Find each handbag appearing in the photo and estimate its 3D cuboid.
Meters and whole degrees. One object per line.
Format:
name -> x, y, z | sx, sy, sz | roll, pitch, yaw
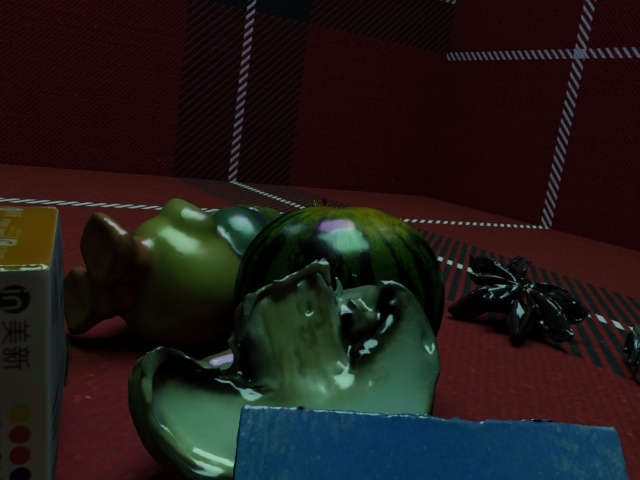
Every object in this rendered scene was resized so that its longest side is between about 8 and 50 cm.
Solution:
handbag -> 0.584, 0.196, 1.086 | 0.151, 0.072, 0.193 | 11, 12, 20

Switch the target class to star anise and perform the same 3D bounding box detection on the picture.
star anise -> 0.380, 0.115, 1.261 | 0.212, 0.129, 0.282 | -6, 25, -33

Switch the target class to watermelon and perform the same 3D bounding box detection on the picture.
watermelon -> 0.025, 0.076, 0.831 | 0.269, 0.269, 0.269 | 8, 10, -1

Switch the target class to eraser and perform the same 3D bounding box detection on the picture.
eraser -> 0.088, 0.205, 0.495 | 0.311, 0.144, 0.043 | 6, -30, -10

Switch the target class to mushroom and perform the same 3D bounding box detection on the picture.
mushroom -> -0.031, 0.146, 0.615 | 0.267, 0.190, 0.164 | -27, -13, -25

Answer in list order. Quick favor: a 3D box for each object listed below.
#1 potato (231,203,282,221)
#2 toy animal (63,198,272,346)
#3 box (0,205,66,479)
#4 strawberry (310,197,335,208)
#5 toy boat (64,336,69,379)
potato -> -0.156, -0.012, 1.508 | 0.176, 0.141, 0.298 | 13, 2, 6
toy animal -> -0.180, 0.055, 0.962 | 0.338, 0.216, 0.191 | -5, 44, -47
box -> -0.277, 0.094, 0.583 | 0.091, 0.221, 0.274 | 0, 10, -20
strawberry -> 0.000, 0.006, 1.565 | 0.106, 0.175, 0.236 | -17, -42, 25
toy boat -> -0.365, 0.123, 0.818 | 0.104, 0.052, 0.210 | 21, 3, -25
